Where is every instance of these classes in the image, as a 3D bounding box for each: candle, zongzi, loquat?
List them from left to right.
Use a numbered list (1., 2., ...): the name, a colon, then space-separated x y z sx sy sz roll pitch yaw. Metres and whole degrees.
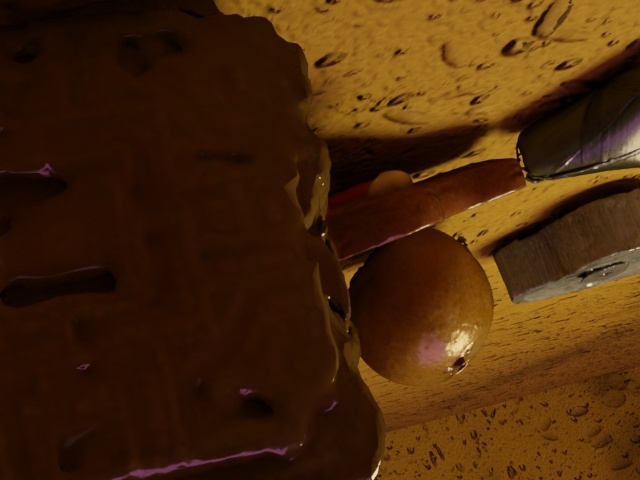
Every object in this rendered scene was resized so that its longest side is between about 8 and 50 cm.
1. loquat: 0.088 0.058 0.840 0.141 0.141 0.141 -15 163 -5
2. zongzi: 0.183 -0.086 0.636 0.104 0.052 0.113 -12 150 5
3. candle: 0.283 0.006 0.974 0.169 0.068 0.192 -6 164 -35

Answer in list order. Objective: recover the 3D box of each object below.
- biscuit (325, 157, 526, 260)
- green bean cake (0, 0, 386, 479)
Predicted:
1. biscuit: -0.002 -0.002 0.610 0.205 0.049 0.324 -22 180 43
2. green bean cake: -0.099 0.021 0.400 0.230 0.224 0.131 -10 162 -11
